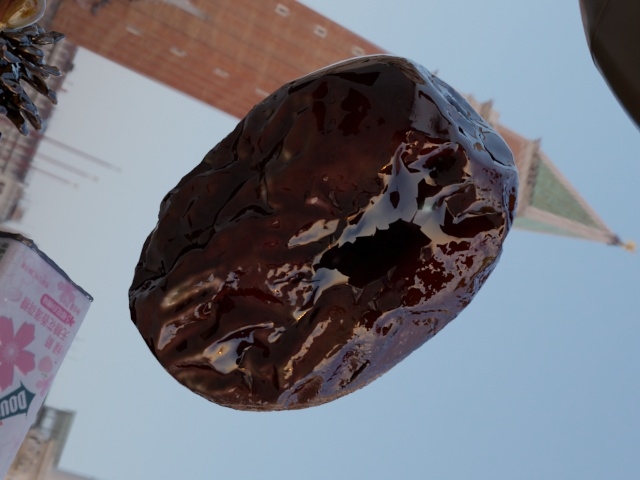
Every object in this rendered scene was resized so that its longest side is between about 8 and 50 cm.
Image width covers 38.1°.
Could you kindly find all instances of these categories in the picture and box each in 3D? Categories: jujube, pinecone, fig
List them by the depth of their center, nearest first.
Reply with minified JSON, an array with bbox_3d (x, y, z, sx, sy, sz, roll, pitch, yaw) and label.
[{"bbox_3d":[0.000,0.002,0.887,0.377,0.276,0.276,-39,-147,24],"label":"jujube"},{"bbox_3d":[-0.332,-0.243,1.003,0.050,0.050,0.083,-17,-133,60],"label":"fig"},{"bbox_3d":[-0.466,-0.225,1.260,0.202,0.229,0.201,-1,-83,44],"label":"pinecone"}]

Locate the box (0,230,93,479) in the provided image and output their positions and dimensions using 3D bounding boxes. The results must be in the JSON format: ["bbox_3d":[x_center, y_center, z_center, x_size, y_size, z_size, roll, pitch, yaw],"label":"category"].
[{"bbox_3d":[-0.465,0.181,1.264,0.112,0.190,0.369,3,-124,29],"label":"box"}]

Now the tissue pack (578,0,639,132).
[{"bbox_3d":[0.316,-0.202,0.454,0.387,0.267,0.276,124,-38,-47],"label":"tissue pack"}]
